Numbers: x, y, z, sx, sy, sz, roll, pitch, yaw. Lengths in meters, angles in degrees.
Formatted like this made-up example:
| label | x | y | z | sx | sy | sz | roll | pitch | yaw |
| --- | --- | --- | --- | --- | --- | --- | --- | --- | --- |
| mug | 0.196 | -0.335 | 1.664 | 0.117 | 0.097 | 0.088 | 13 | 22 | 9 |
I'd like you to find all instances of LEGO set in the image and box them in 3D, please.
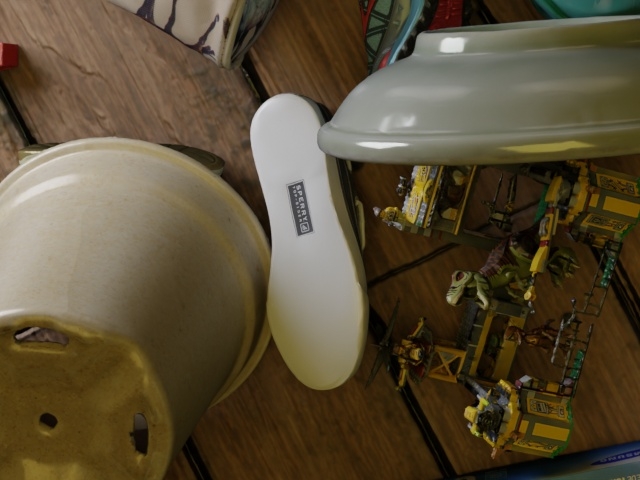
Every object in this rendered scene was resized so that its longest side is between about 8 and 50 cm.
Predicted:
| label | x | y | z | sx | sy | sz | roll | pitch | yaw |
| --- | --- | --- | --- | --- | --- | --- | --- | --- | --- |
| LEGO set | 0.145 | 0.037 | 1.249 | 0.192 | 0.255 | 0.331 | 13 | 107 | -17 |

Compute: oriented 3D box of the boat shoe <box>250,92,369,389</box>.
| label | x | y | z | sx | sy | sz | roll | pitch | yaw |
| --- | --- | --- | --- | --- | --- | --- | --- | --- | --- |
| boat shoe | 0.000 | 0.000 | 1.336 | 0.108 | 0.102 | 0.301 | -14 | 84 | 25 |

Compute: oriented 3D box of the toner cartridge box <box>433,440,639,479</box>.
| label | x | y | z | sx | sy | sz | roll | pitch | yaw |
| --- | --- | --- | --- | --- | --- | --- | --- | --- | --- |
| toner cartridge box | 0.221 | 0.321 | 1.359 | 0.348 | 0.075 | 0.165 | -14 | 96 | 9 |

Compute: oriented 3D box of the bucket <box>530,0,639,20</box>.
| label | x | y | z | sx | sy | sz | roll | pitch | yaw |
| --- | --- | --- | --- | --- | --- | --- | --- | --- | --- |
| bucket | 0.286 | -0.335 | 1.205 | 0.281 | 0.183 | 0.281 | -1 | 85 | 12 |

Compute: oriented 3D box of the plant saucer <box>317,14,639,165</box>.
| label | x | y | z | sx | sy | sz | roll | pitch | yaw |
| --- | --- | --- | --- | --- | --- | --- | --- | --- | --- |
| plant saucer | 0.193 | -0.141 | 1.139 | 0.400 | 0.400 | 0.100 | -3 | 101 | 8 |

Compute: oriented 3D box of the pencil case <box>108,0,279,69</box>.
| label | x | y | z | sx | sy | sz | roll | pitch | yaw |
| --- | --- | --- | --- | --- | --- | --- | --- | --- | --- |
| pencil case | -0.214 | -0.349 | 1.304 | 0.410 | 0.160 | 0.183 | 32 | 116 | 4 |

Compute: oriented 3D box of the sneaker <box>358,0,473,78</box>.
| label | x | y | z | sx | sy | sz | roll | pitch | yaw |
| --- | --- | --- | --- | --- | --- | --- | --- | --- | --- |
| sneaker | 0.090 | -0.243 | 1.321 | 0.125 | 0.104 | 0.262 | 38 | 121 | 44 |

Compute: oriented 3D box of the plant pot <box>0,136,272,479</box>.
| label | x | y | z | sx | sy | sz | roll | pitch | yaw |
| --- | --- | --- | --- | --- | --- | --- | --- | --- | --- |
| plant pot | -0.221 | 0.106 | 1.242 | 0.334 | 0.305 | 0.334 | 2 | 112 | 4 |

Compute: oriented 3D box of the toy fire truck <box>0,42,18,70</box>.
| label | x | y | z | sx | sy | sz | roll | pitch | yaw |
| --- | --- | --- | --- | --- | --- | --- | --- | --- | --- |
| toy fire truck | -0.427 | -0.247 | 1.404 | 0.192 | 0.047 | 0.135 | 0 | 97 | 9 |

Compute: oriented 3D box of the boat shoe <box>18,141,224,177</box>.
| label | x | y | z | sx | sy | sz | roll | pitch | yaw |
| --- | --- | --- | --- | --- | --- | --- | --- | --- | --- |
| boat shoe | -0.211 | -0.064 | 1.382 | 0.223 | 0.080 | 0.073 | 4 | 107 | 8 |
